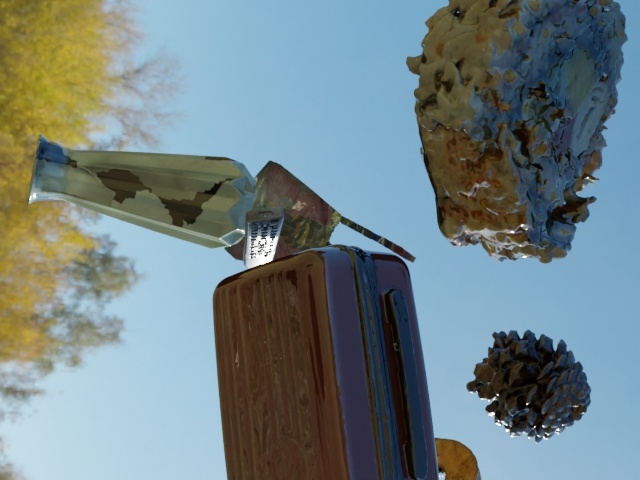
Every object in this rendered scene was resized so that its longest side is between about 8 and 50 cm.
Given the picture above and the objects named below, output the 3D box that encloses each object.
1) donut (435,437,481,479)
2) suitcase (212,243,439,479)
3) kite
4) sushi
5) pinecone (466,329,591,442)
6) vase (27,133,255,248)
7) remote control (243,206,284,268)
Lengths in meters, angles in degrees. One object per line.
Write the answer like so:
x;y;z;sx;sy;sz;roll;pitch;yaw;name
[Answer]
0.180;0.376;1.233;0.152;0.152;0.058;32;-27;59;donut
0.000;0.163;0.875;0.236;0.161;0.297;-19;-107;49;suitcase
0.000;0.000;1.506;0.022;0.361;0.204;117;-2;-82;kite
0.286;-0.183;1.084;0.176;0.418;0.417;14;-86;42;sushi
0.353;0.237;1.350;0.204;0.179;0.184;47;-61;39;pinecone
-0.298;-0.088;1.337;0.165;0.360;0.165;-169;-90;-71;vase
-0.074;-0.002;0.964;0.152;0.044;0.027;113;-26;-67;remote control
